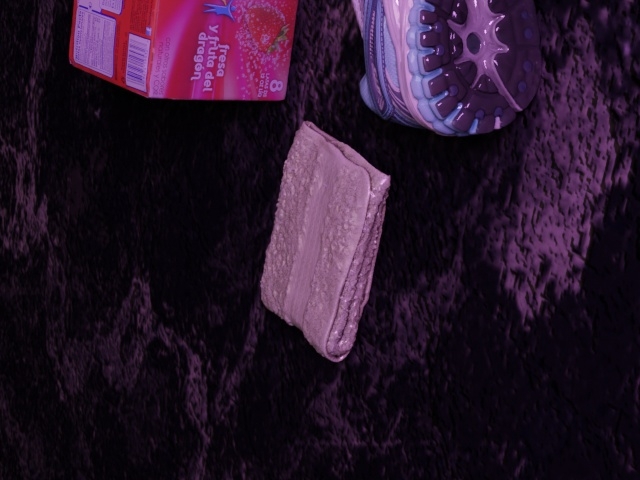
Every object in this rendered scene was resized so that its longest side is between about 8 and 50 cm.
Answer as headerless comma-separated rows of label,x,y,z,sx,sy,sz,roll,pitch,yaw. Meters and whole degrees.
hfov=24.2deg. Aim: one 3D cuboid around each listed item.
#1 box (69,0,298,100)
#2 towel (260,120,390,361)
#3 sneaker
box,-0.090,-0.237,1.077,0.128,0.122,0.257,25,112,50
towel,0.000,0.000,1.053,0.110,0.027,0.148,36,121,48
sneaker,0.050,-0.203,0.904,0.122,0.110,0.283,1,93,57
